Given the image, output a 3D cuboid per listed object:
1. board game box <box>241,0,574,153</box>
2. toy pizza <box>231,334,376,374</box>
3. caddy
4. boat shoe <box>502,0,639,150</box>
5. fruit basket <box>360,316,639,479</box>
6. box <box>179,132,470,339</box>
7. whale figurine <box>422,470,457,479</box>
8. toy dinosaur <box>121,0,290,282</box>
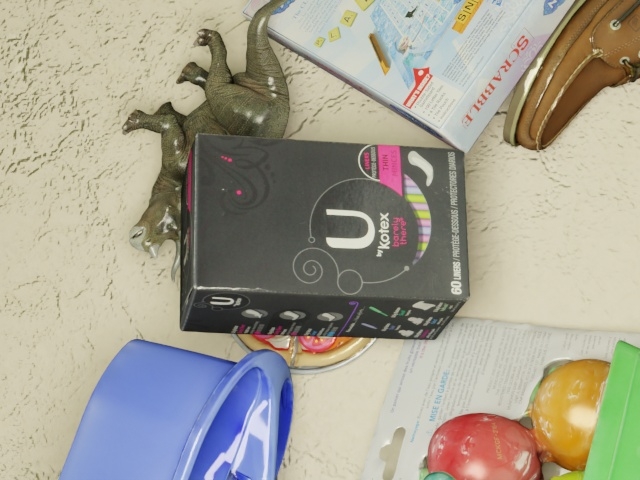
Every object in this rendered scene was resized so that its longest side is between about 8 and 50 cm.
[{"bbox_3d":[0.120,-0.293,1.723,0.318,0.066,0.319,36,90,38],"label":"board game box"},{"bbox_3d":[-0.017,0.042,1.767,0.201,0.032,0.201,-2,80,12],"label":"toy pizza"},{"bbox_3d":[-0.135,0.260,1.652,0.179,0.241,0.341,19,85,22],"label":"caddy"},{"bbox_3d":[0.305,-0.212,1.698,0.104,0.111,0.307,33,89,17],"label":"boat shoe"},{"bbox_3d":[0.214,0.227,1.606,0.353,0.165,0.327,0,53,28],"label":"fruit basket"},{"bbox_3d":[0.000,0.000,1.643,0.270,0.143,0.165,2,70,-10],"label":"box"},{"bbox_3d":[0.079,0.310,1.450,0.272,0.141,0.216,13,94,26],"label":"whale figurine"},{"bbox_3d":[-0.104,-0.123,1.775,0.160,0.121,0.313,42,97,8],"label":"toy dinosaur"}]
